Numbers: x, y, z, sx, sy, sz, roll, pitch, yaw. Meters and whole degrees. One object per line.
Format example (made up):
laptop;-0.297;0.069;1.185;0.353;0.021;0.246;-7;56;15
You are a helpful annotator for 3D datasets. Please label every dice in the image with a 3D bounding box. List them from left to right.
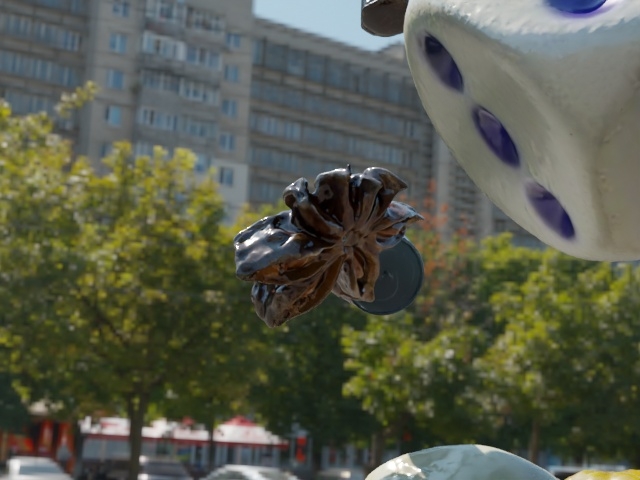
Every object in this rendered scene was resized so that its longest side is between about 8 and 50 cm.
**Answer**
dice;0.279;-0.184;1.065;0.304;0.304;0.277;44;-16;47

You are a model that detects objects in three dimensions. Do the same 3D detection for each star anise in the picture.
star anise;0.004;0.001;1.222;0.099;0.214;0.220;49;6;33

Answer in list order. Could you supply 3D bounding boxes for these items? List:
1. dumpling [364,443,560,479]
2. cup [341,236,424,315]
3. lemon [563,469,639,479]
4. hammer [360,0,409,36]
dumpling;0.103;0.334;1.097;0.315;0.233;0.395;-14;10;20
cup;0.046;0.032;1.501;0.176;0.131;0.155;-6;11;-12
lemon;0.182;0.284;0.564;0.285;0.316;0.285;11;-19;4
hammer;0.217;-0.465;1.573;0.408;0.243;0.095;-23;-35;35
